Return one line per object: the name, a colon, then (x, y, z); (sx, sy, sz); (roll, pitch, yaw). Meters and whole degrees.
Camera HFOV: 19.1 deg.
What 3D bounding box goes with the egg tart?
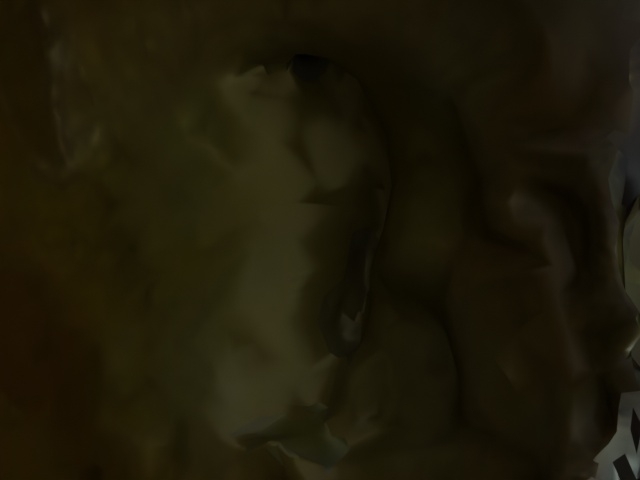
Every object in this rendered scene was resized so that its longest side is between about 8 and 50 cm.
egg tart: (-0.004, 0.000, 0.410); (0.341, 0.341, 0.129); (59, 22, 19)
